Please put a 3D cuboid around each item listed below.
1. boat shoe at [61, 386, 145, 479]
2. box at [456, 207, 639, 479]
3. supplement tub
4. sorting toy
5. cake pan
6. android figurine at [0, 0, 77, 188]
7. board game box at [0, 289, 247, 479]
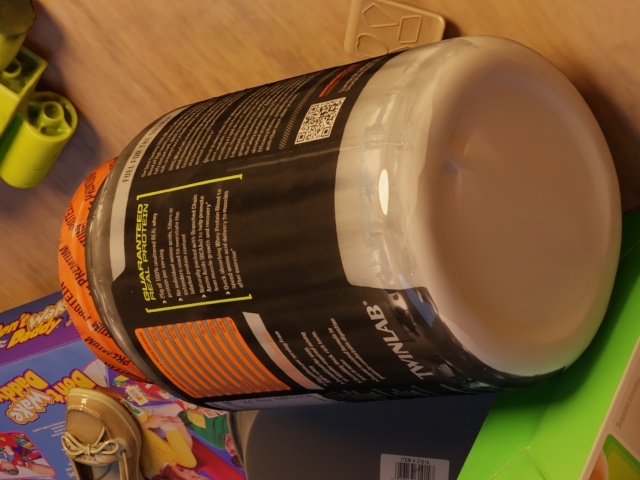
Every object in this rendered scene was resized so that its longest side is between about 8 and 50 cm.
[{"bbox_3d":[-0.172,0.176,1.504,0.056,0.048,0.153,11,137,15],"label":"boat shoe"},{"bbox_3d":[0.223,0.145,1.178,0.231,0.262,0.127,44,142,-17],"label":"box"},{"bbox_3d":[0.000,0.000,1.198,0.338,0.207,0.207,-8,130,46],"label":"supplement tub"},{"bbox_3d":[0.047,-0.136,1.173,0.062,0.012,0.083,21,144,8],"label":"sorting toy"},{"bbox_3d":[0.072,0.154,1.392,0.293,0.054,0.293,5,128,6],"label":"cake pan"},{"bbox_3d":[-0.299,-0.121,1.399,0.248,0.056,0.273,33,144,-5],"label":"android figurine"},{"bbox_3d":[-0.144,0.141,1.552,0.347,0.078,0.233,-19,123,38],"label":"board game box"}]
